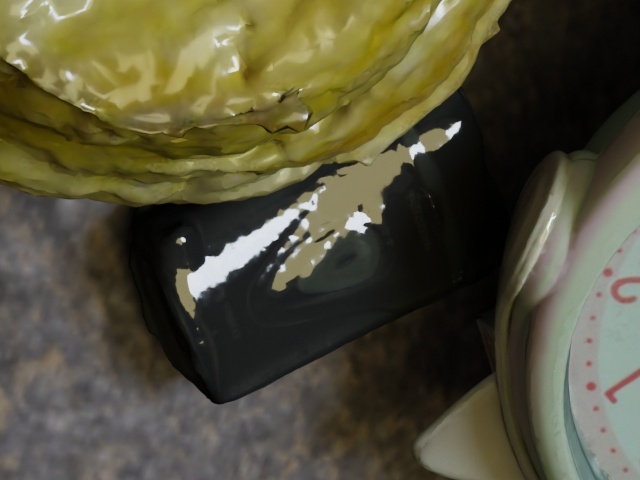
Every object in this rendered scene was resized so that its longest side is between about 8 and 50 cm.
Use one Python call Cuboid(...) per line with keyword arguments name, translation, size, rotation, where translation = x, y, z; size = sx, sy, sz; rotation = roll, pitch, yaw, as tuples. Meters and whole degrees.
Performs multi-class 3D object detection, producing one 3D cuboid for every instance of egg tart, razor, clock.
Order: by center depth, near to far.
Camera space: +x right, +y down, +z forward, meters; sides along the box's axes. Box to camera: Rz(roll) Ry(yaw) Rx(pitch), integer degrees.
Cuboid(name="egg tart", translation=(-0.052, -0.132, 0.626), size=(0.290, 0.115, 0.290), rotation=(-3, 110, -8))
Cuboid(name="clock", translation=(0.198, 0.031, 0.751), size=(0.324, 0.108, 0.265), rotation=(-35, 108, 20))
Cuboid(name="razor", translation=(0.000, 0.000, 0.773), size=(0.148, 0.054, 0.090), rotation=(-27, 114, -14))

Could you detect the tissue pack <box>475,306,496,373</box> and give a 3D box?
Cuboid(name="tissue pack", translation=(0.107, 0.058, 0.850), size=(0.063, 0.035, 0.083), rotation=(-24, 111, -15))
